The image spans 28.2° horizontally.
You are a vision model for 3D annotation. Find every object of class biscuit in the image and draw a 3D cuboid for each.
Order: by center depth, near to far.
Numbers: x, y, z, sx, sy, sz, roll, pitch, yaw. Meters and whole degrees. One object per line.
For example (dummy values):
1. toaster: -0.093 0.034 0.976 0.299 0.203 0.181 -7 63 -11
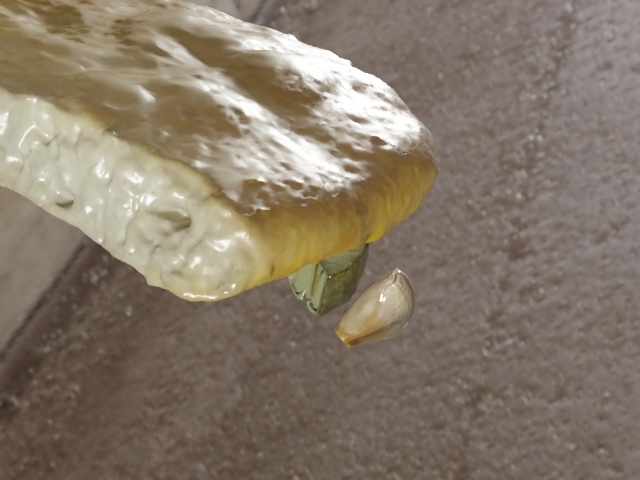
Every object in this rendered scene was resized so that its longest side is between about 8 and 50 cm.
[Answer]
1. biscuit: -0.107 -0.113 1.071 0.429 0.104 0.446 31 30 31

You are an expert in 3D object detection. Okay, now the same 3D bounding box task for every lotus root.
1. lotus root: 0.000 0.000 2.014 0.138 0.119 0.235 -15 50 -16

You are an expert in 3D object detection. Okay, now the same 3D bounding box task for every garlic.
1. garlic: 0.080 0.084 1.577 0.152 0.066 0.084 -44 -8 33
